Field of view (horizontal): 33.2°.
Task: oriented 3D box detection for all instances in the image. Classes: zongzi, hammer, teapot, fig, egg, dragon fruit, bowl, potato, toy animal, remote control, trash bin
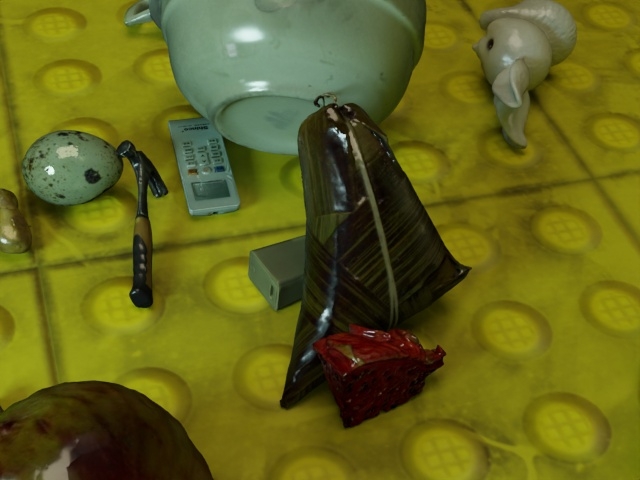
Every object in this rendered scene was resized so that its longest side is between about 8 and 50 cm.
[{"bbox_3d":[0.000,0.000,1.060,0.241,0.247,0.111,-35,12,-29],"label":"zongzi"},{"bbox_3d":[-0.191,-0.013,1.165,0.021,0.078,0.201,-21,52,18],"label":"hammer"},{"bbox_3d":[-0.201,-0.334,1.472,0.124,0.092,0.090,8,27,-7],"label":"teapot"},{"bbox_3d":[-0.218,0.189,0.881,0.217,0.216,0.321,-20,26,-24],"label":"fig"},{"bbox_3d":[-0.276,-0.081,1.201,0.110,0.085,0.085,-3,44,-16],"label":"egg"},{"bbox_3d":[0.057,0.111,1.029,0.131,0.097,0.063,-21,48,-25],"label":"dragon fruit"},{"bbox_3d":[-0.034,-0.203,1.227,0.307,0.307,0.163,4,71,-1],"label":"bowl"},{"bbox_3d":[-0.342,-0.018,1.158,0.045,0.046,0.092,21,32,-54],"label":"potato"},{"bbox_3d":[0.241,-0.222,1.388,0.131,0.103,0.220,22,45,14],"label":"toy animal"},{"bbox_3d":[-0.138,-0.089,1.265,0.061,0.029,0.162,-8,50,-12],"label":"remote control"},{"bbox_3d":[-0.023,0.029,1.146,0.092,0.043,0.061,-19,49,-28],"label":"trash bin"}]
